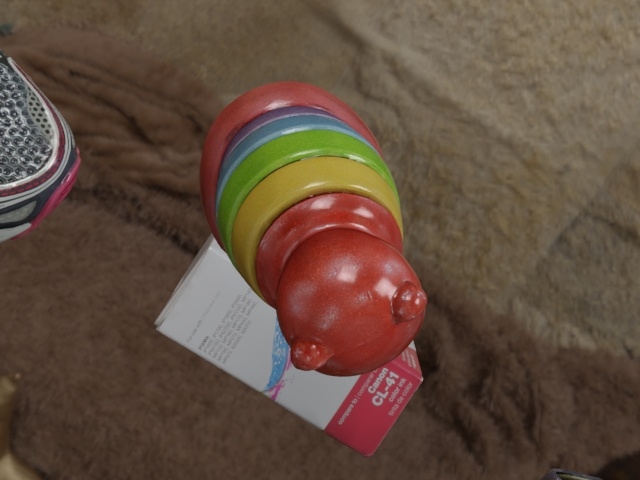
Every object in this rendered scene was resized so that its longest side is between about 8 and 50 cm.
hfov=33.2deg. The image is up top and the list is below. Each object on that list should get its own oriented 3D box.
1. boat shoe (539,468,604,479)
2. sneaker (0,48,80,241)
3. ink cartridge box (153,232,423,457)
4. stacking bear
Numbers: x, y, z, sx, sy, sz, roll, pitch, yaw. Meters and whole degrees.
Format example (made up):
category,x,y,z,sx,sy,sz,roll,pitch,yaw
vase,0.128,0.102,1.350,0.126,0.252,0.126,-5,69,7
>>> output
category,x,y,z,sx,sy,sz,roll,pitch,yaw
boat shoe,0.353,0.321,1.195,0.285,0.103,0.092,18,119,-15
sneaker,-0.236,-0.101,0.457,0.299,0.121,0.112,35,148,-18
ink cartridge box,-0.034,0.112,1.361,0.306,0.226,0.131,34,101,-7
stacking bear,0.000,0.000,0.868,0.175,0.289,0.164,-23,125,-1
